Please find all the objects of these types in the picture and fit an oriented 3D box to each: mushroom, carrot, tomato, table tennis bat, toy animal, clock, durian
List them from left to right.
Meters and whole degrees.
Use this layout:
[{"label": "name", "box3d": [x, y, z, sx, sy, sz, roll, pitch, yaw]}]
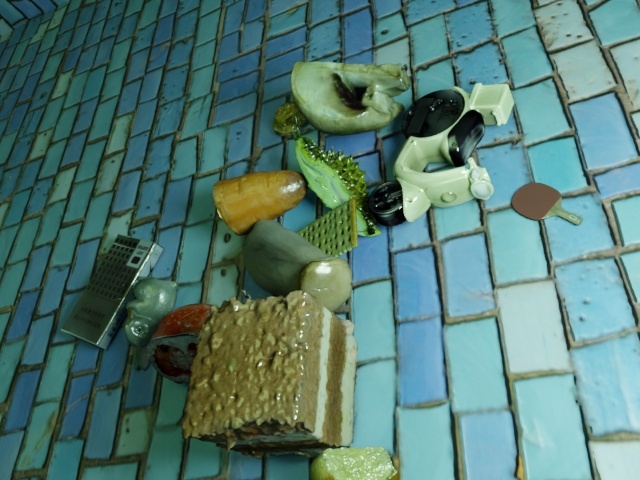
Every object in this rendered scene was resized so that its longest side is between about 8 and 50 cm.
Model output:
[{"label": "toy animal", "box3d": [-0.448, 0.204, 1.523, 0.138, 0.108, 0.236, -8, 57, 26]}, {"label": "tomato", "box3d": [-0.281, 0.229, 1.388, 0.214, 0.180, 0.155, -3, 41, 21]}, {"label": "carrot", "box3d": [-0.139, -0.114, 1.515, 0.225, 0.159, 0.159, -17, 53, 22]}, {"label": "mushroom", "box3d": [-0.072, 0.058, 1.333, 0.154, 0.137, 0.407, -49, 27, -7]}, {"label": "durian", "box3d": [0.037, -0.151, 1.456, 0.132, 0.107, 0.375, -47, 68, 27]}, {"label": "mushroom", "box3d": [0.087, -0.331, 1.494, 0.292, 0.217, 0.212, -3, 68, 17]}, {"label": "clock", "box3d": [0.280, -0.196, 1.355, 0.276, 0.120, 0.379, 4, 62, 36]}, {"label": "table tennis bat", "box3d": [0.469, -0.071, 1.224, 0.087, 0.013, 0.156, -47, 47, -8]}]

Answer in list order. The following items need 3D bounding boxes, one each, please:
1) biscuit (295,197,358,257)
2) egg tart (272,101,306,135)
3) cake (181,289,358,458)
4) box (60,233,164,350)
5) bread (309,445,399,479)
[{"label": "biscuit", "box3d": [0.000, 0.000, 1.401, 0.231, 0.016, 0.139, -29, 49, 38]}, {"label": "egg tart", "box3d": [-0.088, -0.363, 1.726, 0.130, 0.052, 0.130, -16, 50, 20]}, {"label": "cake", "box3d": [-0.078, 0.272, 1.136, 0.256, 0.290, 0.282, -11, 56, 26]}, {"label": "box", "box3d": [-0.594, 0.138, 1.695, 0.180, 0.047, 0.324, 11, 66, 35]}, {"label": "bread", "box3d": [0.054, 0.431, 1.061, 0.156, 0.125, 0.086, 2, 41, -21]}]
